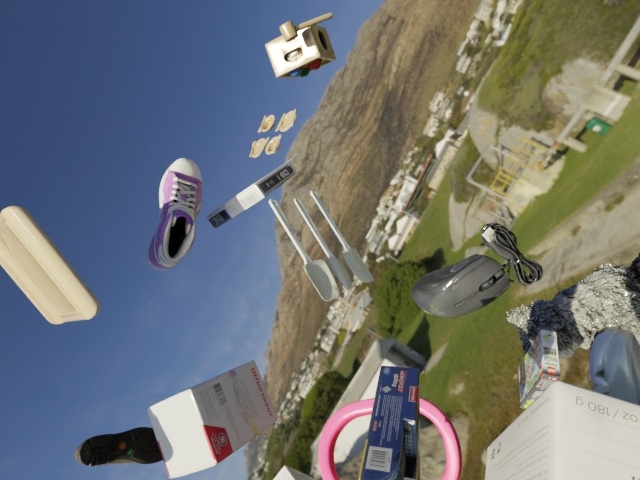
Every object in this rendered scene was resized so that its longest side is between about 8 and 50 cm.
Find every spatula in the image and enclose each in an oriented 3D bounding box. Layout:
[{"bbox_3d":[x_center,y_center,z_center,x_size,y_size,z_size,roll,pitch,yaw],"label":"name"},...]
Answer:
[{"bbox_3d":[0.000,0.000,0.851,0.168,0.242,0.019,-17,-20,-43],"label":"spatula"}]

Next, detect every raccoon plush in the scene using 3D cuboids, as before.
[{"bbox_3d":[0.674,0.144,1.084,0.216,0.298,0.447,-99,-2,-53],"label":"raccoon plush"}]

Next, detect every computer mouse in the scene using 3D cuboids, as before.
[{"bbox_3d":[0.318,0.096,0.902,0.272,0.188,0.072,-36,24,32],"label":"computer mouse"}]

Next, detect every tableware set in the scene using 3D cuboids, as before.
[{"bbox_3d":[-0.134,-0.291,1.142,0.020,0.168,0.141,31,-106,-40],"label":"tableware set"}]

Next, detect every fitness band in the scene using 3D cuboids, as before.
[{"bbox_3d":[0.132,0.425,0.838,0.054,0.290,0.209,43,-145,-55],"label":"fitness band"}]

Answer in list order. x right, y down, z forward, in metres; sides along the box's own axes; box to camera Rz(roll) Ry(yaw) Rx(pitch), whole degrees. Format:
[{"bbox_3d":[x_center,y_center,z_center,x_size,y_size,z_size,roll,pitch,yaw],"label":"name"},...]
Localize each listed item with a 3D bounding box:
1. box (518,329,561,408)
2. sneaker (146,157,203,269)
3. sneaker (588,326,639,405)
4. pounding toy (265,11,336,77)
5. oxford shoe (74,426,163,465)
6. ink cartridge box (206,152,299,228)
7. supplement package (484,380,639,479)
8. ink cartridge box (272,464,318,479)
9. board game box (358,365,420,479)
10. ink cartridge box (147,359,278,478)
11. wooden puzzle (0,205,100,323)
[{"bbox_3d":[0.528,0.319,1.015,0.207,0.036,0.114,81,-158,-48],"label":"box"},{"bbox_3d":[-0.313,-0.074,0.957,0.161,0.102,0.282,-20,61,56],"label":"sneaker"},{"bbox_3d":[0.360,0.215,0.399,0.110,0.292,0.118,-19,-7,-45],"label":"sneaker"},{"bbox_3d":[-0.035,-0.463,1.008,0.094,0.180,0.206,70,-154,-12],"label":"pounding toy"},{"bbox_3d":[-0.476,0.505,1.021,0.227,0.083,0.096,21,-38,-37],"label":"oxford shoe"},{"bbox_3d":[-0.160,-0.126,1.058,0.206,0.045,0.208,-26,15,39],"label":"ink cartridge box"},{"bbox_3d":[0.190,0.272,0.235,0.175,0.177,0.293,87,-158,-50],"label":"supplement package"},{"bbox_3d":[-0.072,0.732,0.980,0.270,0.198,0.197,-49,-51,-11],"label":"ink cartridge box"},{"bbox_3d":[0.103,0.311,0.564,0.194,0.060,0.194,-57,-37,-62],"label":"board game box"},{"bbox_3d":[-0.193,0.322,0.771,0.127,0.128,0.176,-31,-13,27],"label":"ink cartridge box"},{"bbox_3d":[-0.510,0.055,0.767,0.238,0.221,0.044,-17,21,42],"label":"wooden puzzle"}]
